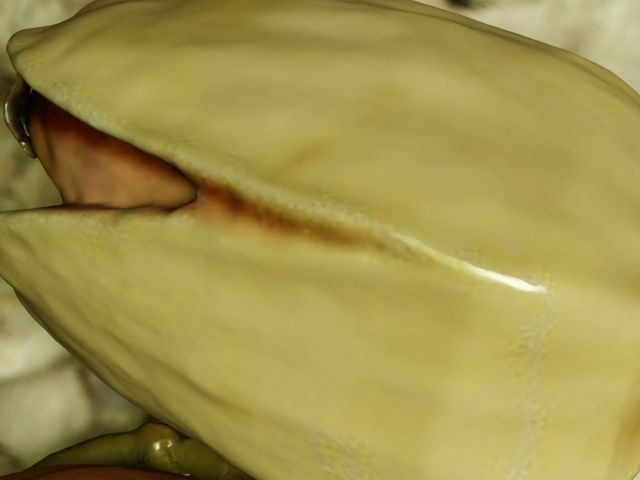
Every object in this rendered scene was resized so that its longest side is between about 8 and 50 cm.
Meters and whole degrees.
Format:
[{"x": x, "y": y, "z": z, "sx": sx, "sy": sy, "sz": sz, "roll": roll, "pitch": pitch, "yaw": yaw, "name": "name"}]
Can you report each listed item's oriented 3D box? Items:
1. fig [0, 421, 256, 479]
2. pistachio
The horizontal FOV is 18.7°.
[{"x": -0.067, "y": 0.146, "z": 0.575, "sx": 0.205, "sy": 0.205, "sz": 0.205, "roll": 0, "pitch": 91, "yaw": 11, "name": "fig"}, {"x": 0.000, "y": 0.000, "z": 0.571, "sx": 0.229, "sy": 0.157, "sz": 0.157, "roll": 17, "pitch": 95, "yaw": 23, "name": "pistachio"}]
